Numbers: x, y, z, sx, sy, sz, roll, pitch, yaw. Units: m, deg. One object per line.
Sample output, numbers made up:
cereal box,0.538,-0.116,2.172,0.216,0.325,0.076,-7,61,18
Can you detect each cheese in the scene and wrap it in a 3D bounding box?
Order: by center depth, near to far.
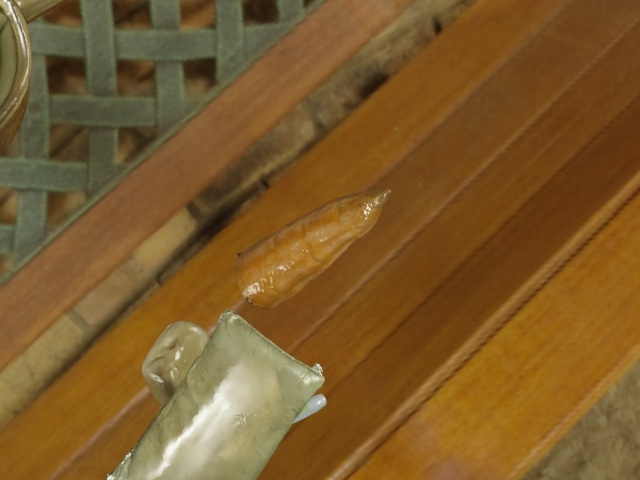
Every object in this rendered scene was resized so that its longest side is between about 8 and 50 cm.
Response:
cheese,-0.251,0.285,1.904,0.093,0.263,0.159,0,41,30

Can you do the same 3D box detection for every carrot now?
carrot,0.000,0.000,1.006,0.205,0.072,0.072,-32,36,36

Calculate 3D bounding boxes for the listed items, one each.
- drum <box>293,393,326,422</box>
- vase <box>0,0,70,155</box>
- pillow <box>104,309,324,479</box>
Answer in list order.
drum,-0.110,0.330,1.719,0.130,0.049,0.253,-5,14,39
vase,-0.361,-0.193,0.964,0.329,0.241,0.302,-41,19,-23
pillow,-0.142,0.261,1.387,0.302,0.185,0.075,-55,14,-9
